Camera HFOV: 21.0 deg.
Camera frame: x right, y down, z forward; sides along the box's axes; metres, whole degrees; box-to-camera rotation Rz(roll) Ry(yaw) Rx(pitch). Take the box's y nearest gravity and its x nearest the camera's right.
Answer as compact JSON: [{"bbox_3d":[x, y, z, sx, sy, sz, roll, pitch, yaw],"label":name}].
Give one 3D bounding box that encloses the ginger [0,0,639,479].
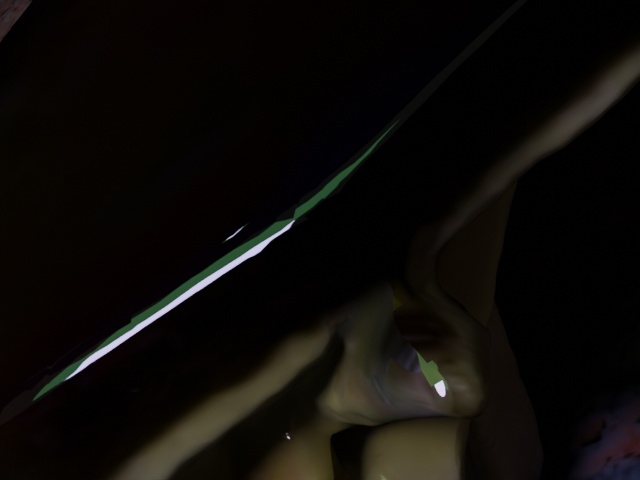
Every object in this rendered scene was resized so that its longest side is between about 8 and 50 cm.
[{"bbox_3d":[0.000,0.000,0.674,0.413,0.211,0.358,-32,31,21],"label":"ginger"}]
